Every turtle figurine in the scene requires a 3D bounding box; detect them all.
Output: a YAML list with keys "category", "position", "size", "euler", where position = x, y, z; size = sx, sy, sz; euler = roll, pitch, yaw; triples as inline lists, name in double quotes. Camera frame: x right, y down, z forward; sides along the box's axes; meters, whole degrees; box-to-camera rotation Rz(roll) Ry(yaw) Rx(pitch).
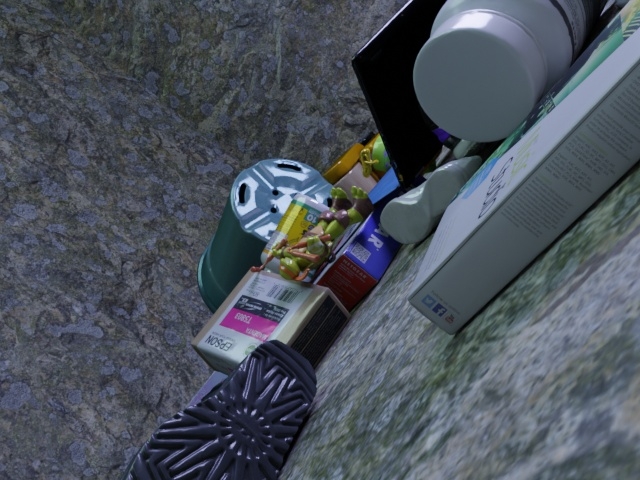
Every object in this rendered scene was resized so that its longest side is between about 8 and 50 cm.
- category: "turtle figurine"
  position: [0.000, 0.000, 1.303]
  size: [0.217, 0.087, 0.269]
  euler: [-47, 11, -20]

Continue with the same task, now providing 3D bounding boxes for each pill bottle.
- category: "pill bottle"
  position: [-0.050, 0.020, 1.531]
  size: [0.208, 0.117, 0.117]
  euler: [-60, 2, -6]
- category: "pill bottle"
  position: [0.285, -0.313, 1.097]
  size: [0.361, 0.204, 0.204]
  euler: [-52, 1, -38]

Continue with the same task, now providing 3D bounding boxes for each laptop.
- category: "laptop"
  position: [0.157, -0.275, 1.403]
  size: [0.236, 0.408, 0.382]
  euler: [13, 52, 42]

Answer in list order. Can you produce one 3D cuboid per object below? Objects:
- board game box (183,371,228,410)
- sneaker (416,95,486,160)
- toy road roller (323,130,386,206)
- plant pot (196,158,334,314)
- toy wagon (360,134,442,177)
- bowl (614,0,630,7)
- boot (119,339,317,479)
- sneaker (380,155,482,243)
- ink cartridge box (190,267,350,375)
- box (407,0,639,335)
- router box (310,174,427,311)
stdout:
- category: "board game box"
  position: [-0.224, 0.370, 1.696]
  size: [0.318, 0.066, 0.318]
  euler: [-52, -11, -1]
- category: "sneaker"
  position: [0.238, -0.228, 1.248]
  size: [0.102, 0.146, 0.293]
  euler: [-50, -7, 25]
- category: "toy road roller"
  position: [0.185, -0.209, 2.055]
  size: [0.240, 0.202, 0.329]
  euler: [-37, 9, 39]
- category: "plant pot"
  position: [-0.109, 0.003, 1.787]
  size: [0.341, 0.341, 0.334]
  euler: [-52, -10, -37]
- category: "toy wagon"
  position: [0.200, -0.239, 1.706]
  size: [0.344, 0.068, 0.267]
  euler: [-46, -43, -45]
- category: "bowl"
  position: [0.462, -0.475, 1.000]
  size: [0.298, 0.134, 0.298]
  euler: [-52, 2, 2]
- category: "boot"
  position: [-0.217, 0.364, 0.999]
  size: [0.445, 0.146, 0.367]
  euler: [-46, -6, 32]
- category: "sneaker"
  position: [0.179, -0.065, 1.172]
  size: [0.094, 0.080, 0.212]
  euler: [-38, 0, -37]
- category: "ink cartridge box"
  position: [-0.092, 0.160, 1.325]
  size: [0.234, 0.088, 0.193]
  euler: [10, 54, 48]
- category: "box"
  position: [0.211, -0.087, 0.645]
  size: [0.322, 0.058, 0.232]
  euler: [-50, 2, 32]
- category: "router box"
  position: [0.072, 0.038, 1.513]
  size: [0.301, 0.082, 0.335]
  euler: [-50, 2, 43]
